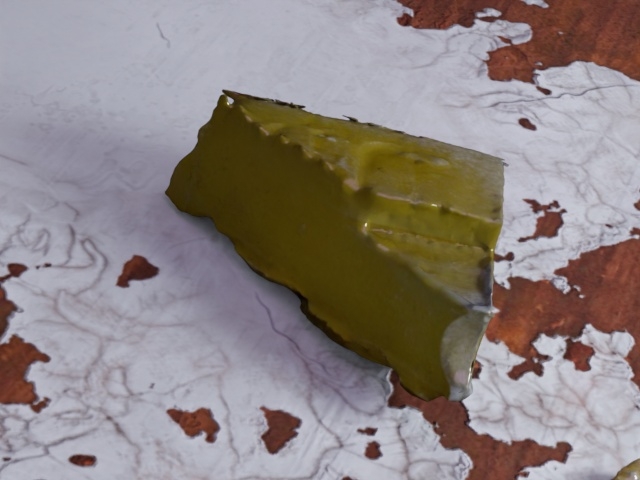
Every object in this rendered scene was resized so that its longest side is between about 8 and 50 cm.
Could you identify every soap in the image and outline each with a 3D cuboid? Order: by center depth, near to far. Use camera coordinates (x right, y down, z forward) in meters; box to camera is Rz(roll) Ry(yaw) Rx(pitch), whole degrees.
[{"bbox_3d":[0.000,0.000,1.816,0.339,0.169,0.304,14,27,0],"label":"soap"}]

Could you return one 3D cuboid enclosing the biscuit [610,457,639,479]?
[{"bbox_3d":[0.333,0.295,1.651,0.188,0.040,0.265,2,40,-15],"label":"biscuit"}]
